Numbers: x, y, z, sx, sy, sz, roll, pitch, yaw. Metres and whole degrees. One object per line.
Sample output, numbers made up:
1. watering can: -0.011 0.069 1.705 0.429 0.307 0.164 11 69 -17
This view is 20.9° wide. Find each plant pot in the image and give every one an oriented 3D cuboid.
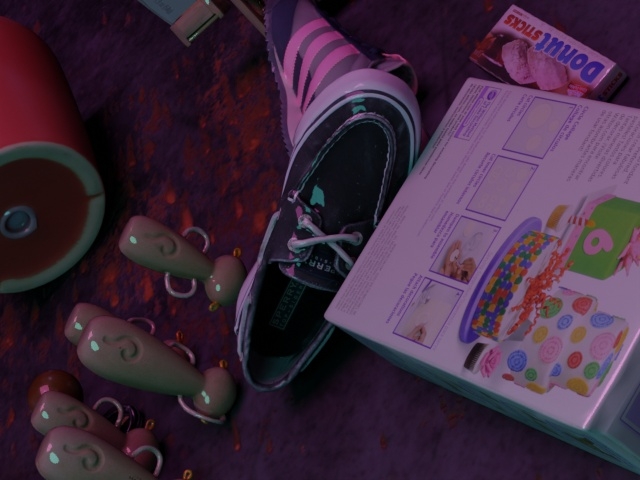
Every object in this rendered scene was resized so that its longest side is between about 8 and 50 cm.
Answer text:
1. plant pot: -0.374 -0.084 1.943 0.275 0.275 0.243 -48 44 8

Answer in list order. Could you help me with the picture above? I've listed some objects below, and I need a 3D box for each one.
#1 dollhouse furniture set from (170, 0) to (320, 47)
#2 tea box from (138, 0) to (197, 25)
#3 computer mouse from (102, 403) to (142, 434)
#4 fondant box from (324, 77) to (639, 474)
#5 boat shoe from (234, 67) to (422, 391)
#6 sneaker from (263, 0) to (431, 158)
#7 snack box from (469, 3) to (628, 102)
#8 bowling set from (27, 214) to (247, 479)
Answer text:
1. dollhouse furniture set: -0.049 -0.271 1.877 0.182 0.101 0.161 -39 11 21
2. tea box: -0.139 -0.490 2.038 0.323 0.220 0.329 -38 37 24
3. computer mouse: -0.262 0.246 1.694 0.242 0.041 0.071 -38 44 10
4. fondant box: 0.177 0.015 1.306 0.238 0.096 0.330 -58 32 -8
5. boat shoe: 0.000 0.000 1.446 0.102 0.108 0.301 -85 20 -57
6. sneaker: 0.028 -0.151 1.652 0.131 0.112 0.319 -25 43 11
7. snack box: 0.194 -0.151 1.500 0.064 0.022 0.178 -50 33 3
8. bowling set: -0.173 0.134 1.617 0.200 0.154 0.287 -28 38 62
